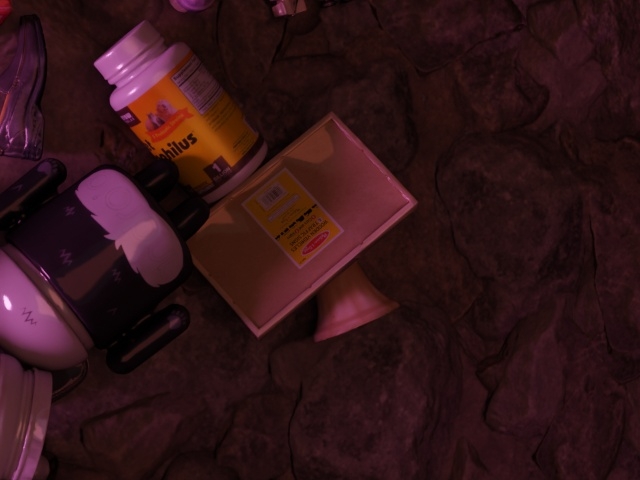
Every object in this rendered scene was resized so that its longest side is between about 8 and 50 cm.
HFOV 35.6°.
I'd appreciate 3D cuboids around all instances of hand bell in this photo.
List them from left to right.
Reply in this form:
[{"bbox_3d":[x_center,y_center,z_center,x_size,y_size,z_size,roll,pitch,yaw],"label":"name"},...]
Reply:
[{"bbox_3d":[0.000,0.000,1.314,0.126,0.126,0.242,-23,89,-22],"label":"hand bell"}]

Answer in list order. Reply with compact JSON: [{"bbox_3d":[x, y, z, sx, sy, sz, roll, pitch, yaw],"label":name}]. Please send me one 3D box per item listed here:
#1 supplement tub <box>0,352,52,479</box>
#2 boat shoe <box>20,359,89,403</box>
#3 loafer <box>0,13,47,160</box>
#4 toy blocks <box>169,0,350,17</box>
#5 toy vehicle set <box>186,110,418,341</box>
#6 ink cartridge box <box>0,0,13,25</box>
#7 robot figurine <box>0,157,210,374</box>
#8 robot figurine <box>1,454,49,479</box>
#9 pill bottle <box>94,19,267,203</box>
[{"bbox_3d":[-0.392,0.180,1.031,0.200,0.144,0.144,13,87,-22],"label":"supplement tub"},{"bbox_3d":[-0.364,0.177,1.157,0.206,0.065,0.075,-16,99,-23],"label":"boat shoe"},{"bbox_3d":[-0.350,-0.178,1.152,0.061,0.062,0.170,2,90,-20],"label":"loafer"},{"bbox_3d":[-0.057,-0.424,1.165,0.289,0.260,0.309,-21,101,-23],"label":"toy blocks"},{"bbox_3d":[-0.031,-0.021,1.260,0.267,0.035,0.166,-39,80,-10],"label":"toy vehicle set"},{"bbox_3d":[-0.472,-0.264,1.014,0.273,0.197,0.114,-10,96,-24],"label":"ink cartridge box"},{"bbox_3d":[-0.261,0.025,1.144,0.278,0.209,0.173,-41,144,-18],"label":"robot figurine"},{"bbox_3d":[-0.376,0.365,1.085,0.353,0.200,0.300,16,49,-24],"label":"robot figurine"},{"bbox_3d":[-0.170,-0.156,1.203,0.117,0.117,0.215,-45,109,-16],"label":"pill bottle"}]
